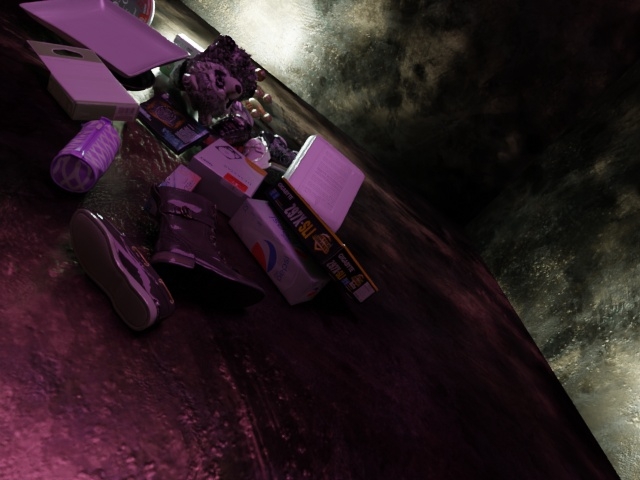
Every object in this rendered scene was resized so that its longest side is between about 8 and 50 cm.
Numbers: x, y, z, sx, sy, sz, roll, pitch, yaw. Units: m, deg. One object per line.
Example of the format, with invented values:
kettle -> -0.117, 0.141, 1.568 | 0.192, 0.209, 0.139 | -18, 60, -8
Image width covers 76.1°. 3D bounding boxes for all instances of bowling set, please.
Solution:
bowling set -> -0.298, -0.668, 1.875 | 0.154, 0.200, 0.287 | 47, 27, 12

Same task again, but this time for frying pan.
frying pan -> -0.587, -0.475, 1.225 | 0.197, 0.053, 0.326 | 5, 50, -42

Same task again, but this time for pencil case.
pencil case -> -0.469, -0.178, 0.829 | 0.086, 0.088, 0.206 | 26, 27, -27

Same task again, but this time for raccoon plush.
raccoon plush -> -0.408, -0.481, 1.355 | 0.216, 0.446, 0.299 | 55, 49, -28

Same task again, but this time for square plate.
square plate -> -0.641, -0.629, 1.266 | 0.347, 0.049, 0.344 | 32, 37, -6

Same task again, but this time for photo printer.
photo printer -> -0.004, -0.177, 1.399 | 0.256, 0.107, 0.308 | 37, 57, -16

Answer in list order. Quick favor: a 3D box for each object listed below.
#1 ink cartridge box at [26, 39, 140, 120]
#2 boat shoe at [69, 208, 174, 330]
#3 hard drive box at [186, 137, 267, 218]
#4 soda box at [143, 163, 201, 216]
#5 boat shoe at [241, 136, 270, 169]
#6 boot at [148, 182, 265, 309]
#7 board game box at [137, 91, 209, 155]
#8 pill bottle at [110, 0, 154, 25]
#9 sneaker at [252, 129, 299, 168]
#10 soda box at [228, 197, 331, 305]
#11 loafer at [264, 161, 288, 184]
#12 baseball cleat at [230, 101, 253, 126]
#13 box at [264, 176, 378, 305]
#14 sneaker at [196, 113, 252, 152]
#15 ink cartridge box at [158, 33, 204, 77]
ink cartridge box -> -0.599, -0.399, 1.034 | 0.235, 0.056, 0.171 | 46, 32, 13
boat shoe -> -0.326, 0.043, 0.671 | 0.228, 0.081, 0.068 | 53, 21, 9
hard drive box -> -0.265, -0.179, 1.157 | 0.181, 0.089, 0.232 | 35, 23, -13
soda box -> -0.341, -0.114, 0.956 | 0.062, 0.058, 0.183 | 34, 23, -16
boat shoe -> -0.227, -0.295, 1.383 | 0.098, 0.096, 0.277 | -8, 23, 0
boot -> -0.225, 0.003, 0.827 | 0.262, 0.091, 0.229 | 30, 34, -35
board game box -> -0.435, -0.342, 1.188 | 0.186, 0.026, 0.126 | 43, 54, 3
pill bottle -> -0.798, -0.885, 1.440 | 0.210, 0.210, 0.362 | 48, 24, 16
sneaker -> -0.172, -0.339, 1.594 | 0.153, 0.101, 0.269 | 11, 31, -49
soda box -> -0.106, 0.023, 1.036 | 0.286, 0.091, 0.098 | 50, 22, 19
loafer -> -0.099, -0.220, 1.491 | 0.251, 0.094, 0.088 | 28, 30, -29
baseball cleat -> -0.353, -0.547, 1.680 | 0.206, 0.072, 0.109 | 46, 21, -16
box -> 0.000, 0.000, 1.105 | 0.322, 0.079, 0.257 | 50, 2, 40
sneaker -> -0.313, -0.353, 1.340 | 0.097, 0.135, 0.276 | 45, 24, 5
ink cartridge box -> -0.496, -0.675, 1.609 | 0.212, 0.154, 0.093 | 33, 21, -17
